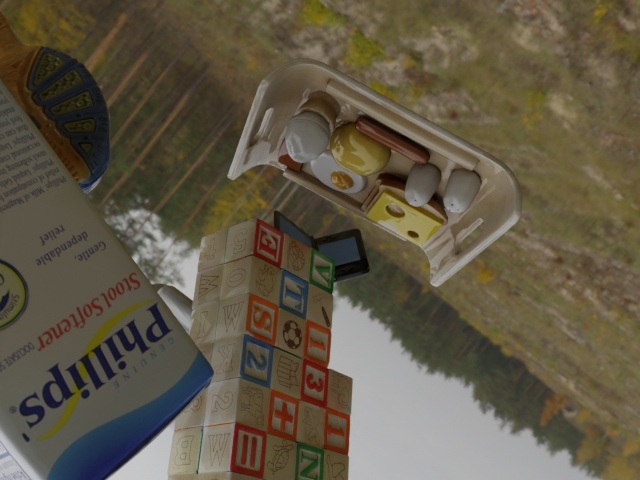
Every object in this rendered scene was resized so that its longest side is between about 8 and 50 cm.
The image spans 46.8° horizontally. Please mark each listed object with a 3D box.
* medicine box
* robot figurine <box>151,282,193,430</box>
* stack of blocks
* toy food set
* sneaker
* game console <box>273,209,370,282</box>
[{"bbox_3d":[-0.272,0.062,0.573,0.264,0.149,0.289,-29,98,46],"label":"medicine box"},{"bbox_3d":[-0.268,0.217,1.349,0.354,0.299,0.200,34,-137,16],"label":"robot figurine"},{"bbox_3d":[-0.051,0.148,0.768,0.087,0.297,0.171,-18,147,36],"label":"stack of blocks"},{"bbox_3d":[0.050,-0.061,0.863,0.306,0.092,0.219,29,151,-3],"label":"toy food set"},{"bbox_3d":[-0.285,-0.119,0.709,0.296,0.112,0.130,43,149,30],"label":"sneaker"},{"bbox_3d":[0.000,0.000,0.957,0.122,0.107,0.071,-97,-8,-63],"label":"game console"}]
